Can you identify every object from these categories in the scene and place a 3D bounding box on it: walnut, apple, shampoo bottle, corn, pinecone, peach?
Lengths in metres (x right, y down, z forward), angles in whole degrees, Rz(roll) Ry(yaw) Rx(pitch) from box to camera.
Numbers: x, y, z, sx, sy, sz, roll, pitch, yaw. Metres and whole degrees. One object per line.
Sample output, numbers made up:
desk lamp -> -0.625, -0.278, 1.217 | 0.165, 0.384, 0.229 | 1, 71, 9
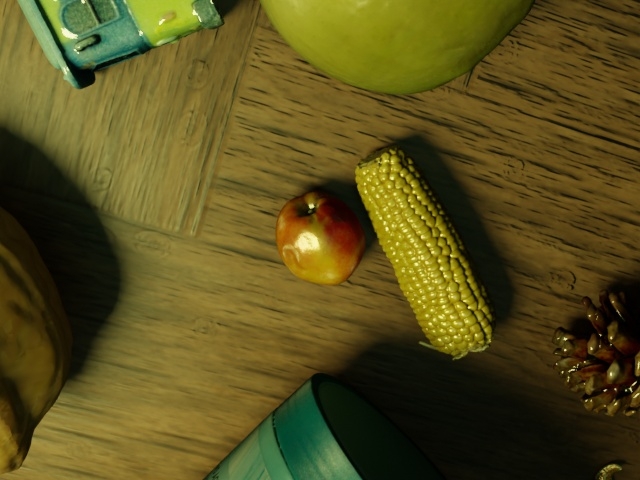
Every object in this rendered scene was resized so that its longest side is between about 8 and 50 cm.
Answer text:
walnut -> -0.407, 0.095, 0.862 | 0.306, 0.306, 0.344 | -34, 98, 2
apple -> 0.086, -0.284, 0.852 | 0.258, 0.233, 0.295 | 41, 97, -10
shampoo bottle -> -0.016, 0.379, 0.954 | 0.343, 0.331, 0.331 | -44, 105, 6
corn -> 0.121, 0.015, 1.005 | 0.091, 0.091, 0.260 | -39, 108, -33
pinecone -> 0.369, 0.131, 1.023 | 0.195, 0.179, 0.149 | -3, 91, 19
peach -> 0.000, 0.001, 0.985 | 0.101, 0.100, 0.100 | -2, 104, -7

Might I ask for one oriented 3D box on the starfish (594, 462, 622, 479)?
starfish -> 0.334, 0.380, 1.148 | 0.176, 0.053, 0.208 | 34, 91, -4

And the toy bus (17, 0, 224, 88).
toy bus -> -0.227, -0.323, 0.847 | 0.190, 0.152, 0.312 | -25, 105, -2
